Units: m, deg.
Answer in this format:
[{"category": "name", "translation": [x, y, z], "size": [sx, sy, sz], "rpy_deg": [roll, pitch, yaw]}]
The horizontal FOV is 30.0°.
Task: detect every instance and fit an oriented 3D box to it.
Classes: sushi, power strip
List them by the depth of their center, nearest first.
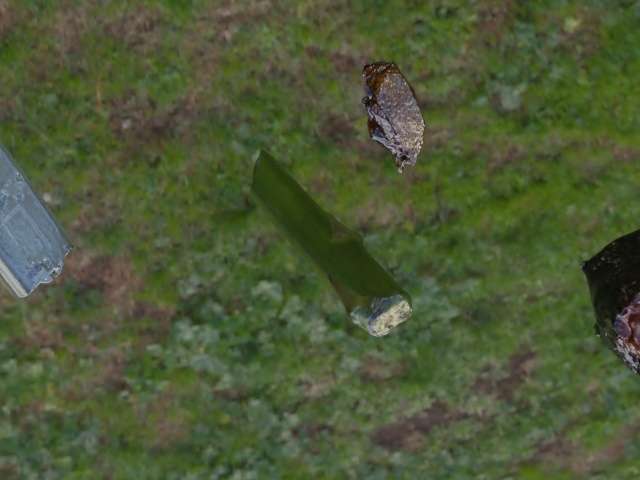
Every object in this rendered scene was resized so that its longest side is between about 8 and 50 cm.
[{"category": "sushi", "translation": [0.058, -0.107, 1.005], "size": [0.047, 0.050, 0.099], "rpy_deg": [-31, 107, -11]}, {"category": "power strip", "translation": [-0.356, -0.058, 1.250], "size": [0.034, 0.092, 0.268], "rpy_deg": [8, 139, 42]}, {"category": "sushi", "translation": [0.495, 0.057, 1.443], "size": [0.343, 0.182, 0.196], "rpy_deg": [-22, 130, -7]}]

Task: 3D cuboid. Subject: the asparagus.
[{"category": "asparagus", "translation": [-0.001, 0.000, 1.353], "size": [0.060, 0.277, 0.067], "rpy_deg": [-8, 133, -44]}]
